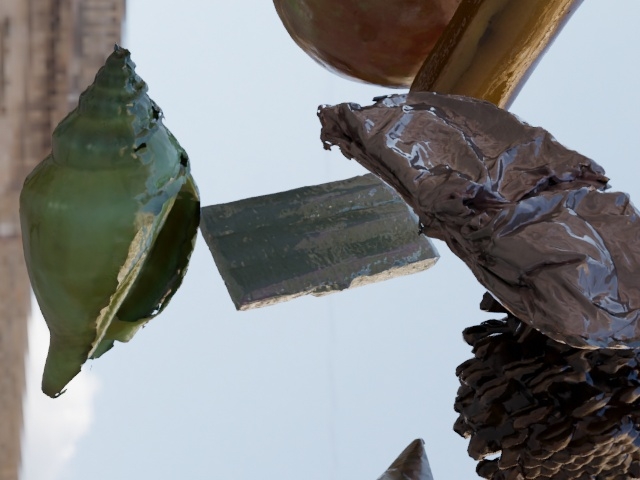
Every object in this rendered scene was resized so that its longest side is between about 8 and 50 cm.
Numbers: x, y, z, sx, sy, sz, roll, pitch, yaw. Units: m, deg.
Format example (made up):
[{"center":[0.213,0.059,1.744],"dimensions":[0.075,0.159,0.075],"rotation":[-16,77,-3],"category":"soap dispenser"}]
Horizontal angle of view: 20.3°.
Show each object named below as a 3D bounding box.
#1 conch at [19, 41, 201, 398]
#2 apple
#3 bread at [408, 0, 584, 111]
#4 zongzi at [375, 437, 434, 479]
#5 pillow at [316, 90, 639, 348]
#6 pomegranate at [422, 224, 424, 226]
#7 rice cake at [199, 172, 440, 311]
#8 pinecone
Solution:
[{"center":[-0.105,-0.007,0.906],"dimensions":[0.079,0.095,0.201],"rotation":[52,-28,34],"category":"conch"},{"center":[0.081,-0.288,1.558],"dimensions":[0.277,0.250,0.309],"rotation":[-102,-166,-66],"category":"apple"},{"center":[0.146,-0.170,1.344],"dimensions":[0.239,0.074,0.092],"rotation":[-58,-155,34],"category":"bread"},{"center":[0.042,0.289,1.810],"dimensions":[0.134,0.286,0.288],"rotation":[-9,-123,27],"category":"zongzi"},{"center":[0.108,-0.021,0.959],"dimensions":[0.248,0.135,0.049],"rotation":[43,-51,45],"category":"pillow"},{"center":[0.144,-0.066,2.176],"dimensions":[0.191,0.131,0.152],"rotation":[120,-44,-72],"category":"pomegranate"},{"center":[0.000,0.000,1.790],"dimensions":[0.127,0.237,0.043],"rotation":[65,-29,20],"category":"rice cake"},{"center":[0.210,0.115,1.476],"dimensions":[0.221,0.221,0.221],"rotation":[12,-76,61],"category":"pinecone"}]
